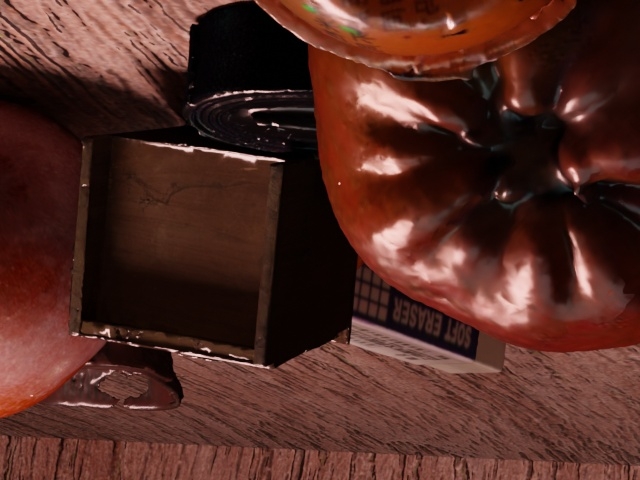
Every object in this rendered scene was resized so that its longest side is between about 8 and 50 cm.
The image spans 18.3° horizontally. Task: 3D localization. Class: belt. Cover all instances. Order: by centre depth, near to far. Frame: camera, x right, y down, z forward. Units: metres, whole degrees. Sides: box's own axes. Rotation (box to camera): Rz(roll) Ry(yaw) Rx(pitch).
[{"bbox_3d":[0.003,-0.109,1.408,0.198,0.078,0.151,2,164,11],"label":"belt"}]

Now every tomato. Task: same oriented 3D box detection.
[{"bbox_3d":[-0.289,0.006,1.616,0.270,0.270,0.227,6,158,-3],"label":"tomato"}]

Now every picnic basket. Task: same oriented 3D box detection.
[{"bbox_3d":[-0.271,0.112,2.311,0.222,0.129,0.297,2,167,7],"label":"picnic basket"}]

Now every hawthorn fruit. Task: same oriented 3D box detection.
[{"bbox_3d":[0.136,-0.090,1.115,0.277,0.277,0.298,1,-163,19],"label":"hawthorn fruit"}]

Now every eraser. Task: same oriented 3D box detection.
[{"bbox_3d":[0.075,0.042,1.890,0.081,0.124,0.279,-6,163,40],"label":"eraser"}]

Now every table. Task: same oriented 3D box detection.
[{"bbox_3d":[-0.078,0.006,1.559,0.169,0.172,0.193,8,-172,19],"label":"table"}]

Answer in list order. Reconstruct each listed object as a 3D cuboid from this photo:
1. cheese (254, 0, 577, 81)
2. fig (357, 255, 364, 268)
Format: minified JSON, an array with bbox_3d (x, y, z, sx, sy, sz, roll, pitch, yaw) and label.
[{"bbox_3d":[0.089,-0.180,0.908,0.329,0.217,0.129,-10,-153,8],"label":"cheese"},{"bbox_3d":[0.001,-0.014,1.706,0.128,0.150,0.128,6,-155,-3],"label":"fig"}]
